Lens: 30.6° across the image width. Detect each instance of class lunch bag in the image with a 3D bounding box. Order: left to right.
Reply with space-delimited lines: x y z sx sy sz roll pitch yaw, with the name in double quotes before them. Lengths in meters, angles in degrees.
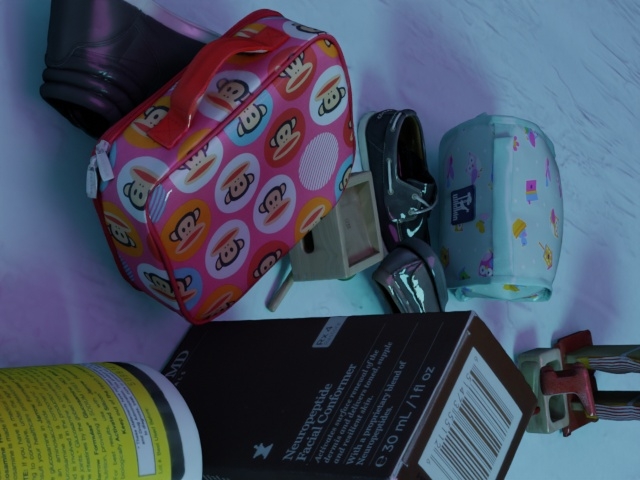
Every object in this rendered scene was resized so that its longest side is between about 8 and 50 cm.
"lunch bag" -0.090 -0.086 1.168 0.293 0.120 0.258 -45 147 -26
"lunch bag" 0.235 -0.035 1.528 0.262 0.160 0.223 30 62 -75

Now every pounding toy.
"pounding toy" 0.000 0.000 1.380 0.130 0.100 0.141 -23 106 -61

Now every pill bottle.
"pill bottle" -0.278 0.199 0.972 0.334 0.188 0.188 3 84 -48

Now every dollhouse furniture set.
"dollhouse furniture set" 0.391 0.232 1.693 0.374 0.201 0.152 -11 94 -48

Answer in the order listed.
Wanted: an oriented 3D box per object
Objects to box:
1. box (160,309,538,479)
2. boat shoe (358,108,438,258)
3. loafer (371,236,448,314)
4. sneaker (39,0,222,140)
"box" -0.006 0.181 1.128 0.143 0.381 0.191 52 51 -28
"boat shoe" 0.111 -0.055 1.507 0.084 0.079 0.233 -22 104 -48
"loafer" 0.121 0.124 1.488 0.084 0.096 0.267 -33 122 -27
"sneaker" -0.174 -0.160 1.199 0.296 0.105 0.147 19 87 -52
